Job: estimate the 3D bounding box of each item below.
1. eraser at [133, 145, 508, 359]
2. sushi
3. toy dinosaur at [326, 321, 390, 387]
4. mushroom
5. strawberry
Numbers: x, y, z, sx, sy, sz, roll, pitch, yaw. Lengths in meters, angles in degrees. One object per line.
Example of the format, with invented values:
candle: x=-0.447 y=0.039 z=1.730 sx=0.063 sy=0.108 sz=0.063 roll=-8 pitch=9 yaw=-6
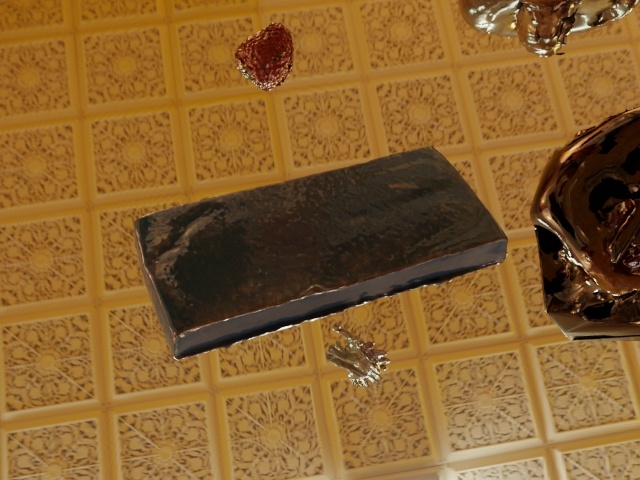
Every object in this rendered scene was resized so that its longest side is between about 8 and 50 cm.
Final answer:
eraser: x=0.000 y=0.000 z=0.695 sx=0.311 sy=0.043 sz=0.144 roll=-15 pitch=-131 yaw=-18
sushi: x=0.345 y=-0.036 z=0.812 sx=0.227 sy=0.212 sz=0.216 roll=-10 pitch=-121 yaw=30
toy dinosaur: x=0.048 y=0.161 z=1.032 sx=0.082 sy=0.209 sz=0.039 roll=25 pitch=-110 yaw=10
mushroom: x=0.339 y=-0.377 z=1.147 sx=0.263 sy=0.283 sz=0.195 roll=4 pitch=-66 yaw=4
strawberry: x=-0.075 y=-0.263 z=1.106 sx=0.083 sy=0.083 sz=0.097 roll=27 pitch=-86 yaw=6
